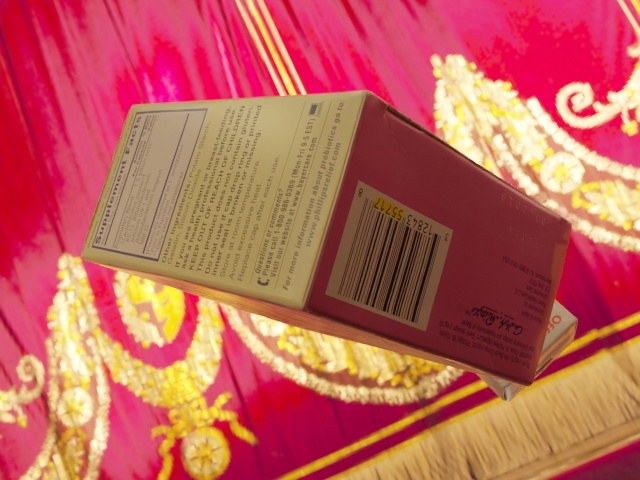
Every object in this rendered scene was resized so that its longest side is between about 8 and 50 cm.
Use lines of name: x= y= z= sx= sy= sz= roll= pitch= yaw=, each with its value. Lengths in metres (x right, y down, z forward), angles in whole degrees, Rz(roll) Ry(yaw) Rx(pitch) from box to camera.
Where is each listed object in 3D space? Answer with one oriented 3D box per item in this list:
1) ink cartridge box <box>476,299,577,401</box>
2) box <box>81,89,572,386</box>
ink cartridge box: x=0.185 y=0.080 z=0.861 sx=0.109 sy=0.150 sz=0.063 roll=-41 pitch=-27 yaw=-8
box: x=0.000 y=0.000 z=0.540 sx=0.213 sy=0.117 sz=0.243 roll=23 pitch=-10 yaw=-42
